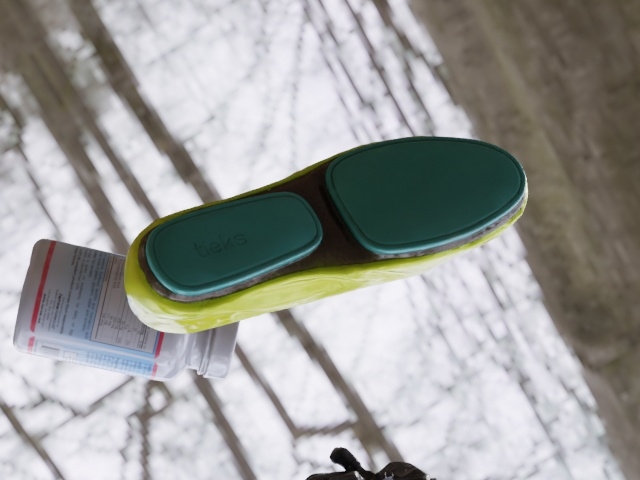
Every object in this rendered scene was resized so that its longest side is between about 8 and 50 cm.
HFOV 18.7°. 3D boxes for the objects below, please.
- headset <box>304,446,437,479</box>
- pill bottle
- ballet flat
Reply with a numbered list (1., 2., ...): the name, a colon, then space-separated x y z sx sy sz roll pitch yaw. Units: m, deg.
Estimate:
1. headset: -0.025 0.335 1.596 0.243 0.185 0.394 50 -60 36
2. pill bottle: -0.142 0.056 1.446 0.160 0.087 0.087 13 -158 -6
3. ballet flat: 0.000 0.000 1.047 0.231 0.077 0.077 -15 155 -22
